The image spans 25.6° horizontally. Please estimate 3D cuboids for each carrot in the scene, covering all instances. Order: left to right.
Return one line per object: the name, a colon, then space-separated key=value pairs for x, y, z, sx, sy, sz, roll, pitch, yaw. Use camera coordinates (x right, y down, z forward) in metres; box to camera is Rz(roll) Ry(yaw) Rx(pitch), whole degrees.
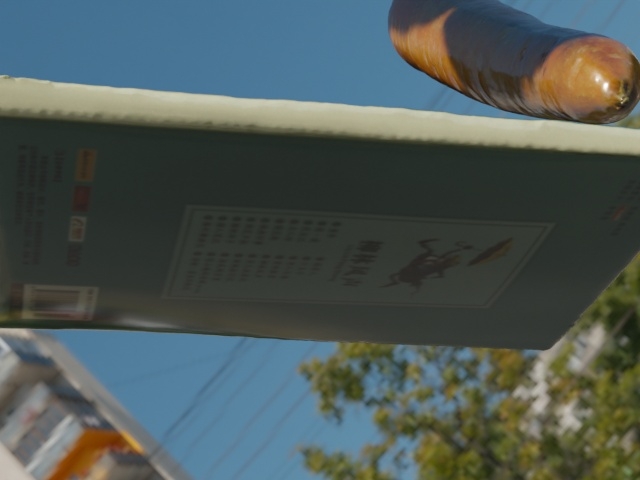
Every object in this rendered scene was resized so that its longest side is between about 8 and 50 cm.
carrot: x=0.059 y=-0.057 z=0.431 sx=0.037 sy=0.190 sz=0.037 roll=-4 pitch=-73 yaw=-13

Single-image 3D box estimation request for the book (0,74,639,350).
book: x=0.000 y=0.000 z=0.790 sx=0.379 sy=0.031 sz=0.264 roll=3 pitch=-26 yaw=-14
